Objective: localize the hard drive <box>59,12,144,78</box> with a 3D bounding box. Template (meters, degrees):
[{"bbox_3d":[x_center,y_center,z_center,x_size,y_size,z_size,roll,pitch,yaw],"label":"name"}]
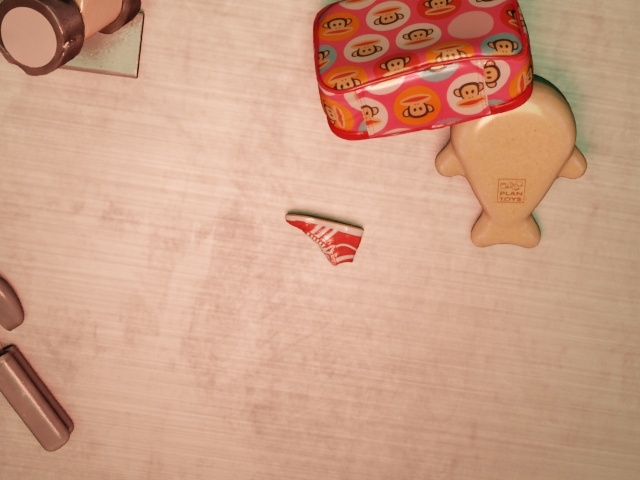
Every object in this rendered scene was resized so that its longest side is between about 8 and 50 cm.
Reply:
[{"bbox_3d":[-0.324,-0.287,1.843,0.135,0.022,0.094,7,100,-3],"label":"hard drive"}]

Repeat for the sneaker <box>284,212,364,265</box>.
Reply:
[{"bbox_3d":[0.000,0.000,1.895,0.118,0.042,0.067,13,96,-6],"label":"sneaker"}]

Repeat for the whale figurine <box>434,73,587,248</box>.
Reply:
[{"bbox_3d":[0.272,-0.119,1.855,0.216,0.141,0.272,0,124,4],"label":"whale figurine"}]

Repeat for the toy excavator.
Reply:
[{"bbox_3d":[-0.444,-0.483,1.637,0.432,0.222,0.445,15,120,16],"label":"toy excavator"}]

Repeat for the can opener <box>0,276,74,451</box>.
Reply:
[{"bbox_3d":[-0.442,0.173,1.895,0.095,0.076,0.283,-34,101,5],"label":"can opener"}]

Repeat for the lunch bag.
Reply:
[{"bbox_3d":[0.134,-0.270,1.762,0.293,0.258,0.120,-10,135,7],"label":"lunch bag"}]
